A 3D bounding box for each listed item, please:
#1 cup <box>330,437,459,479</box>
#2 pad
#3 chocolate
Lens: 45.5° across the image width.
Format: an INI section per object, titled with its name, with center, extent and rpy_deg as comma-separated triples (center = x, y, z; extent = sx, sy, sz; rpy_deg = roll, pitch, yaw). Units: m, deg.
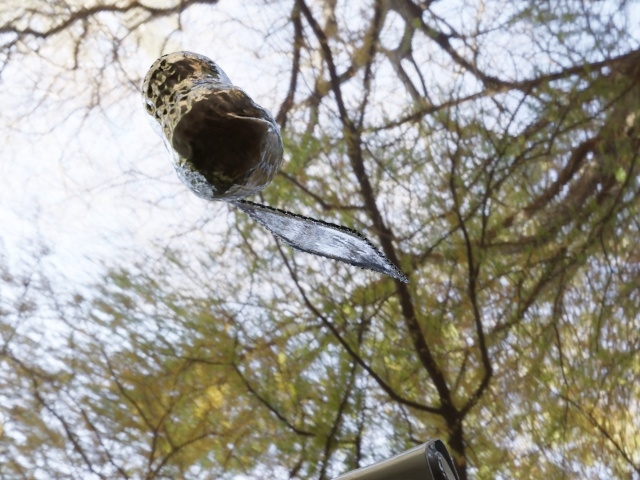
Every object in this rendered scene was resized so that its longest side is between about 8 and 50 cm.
[cup]
center = 0.092, 0.277, 0.831
extent = 0.129, 0.128, 0.095
rpy_deg = -23, -103, 18
[pad]
center = 0.000, 0.000, 1.321
extent = 0.270, 0.269, 0.012
rpy_deg = 16, -103, 28
[chocolate]
center = -0.111, -0.113, 0.741
extent = 0.110, 0.110, 0.248
rpy_deg = -39, -145, 0
